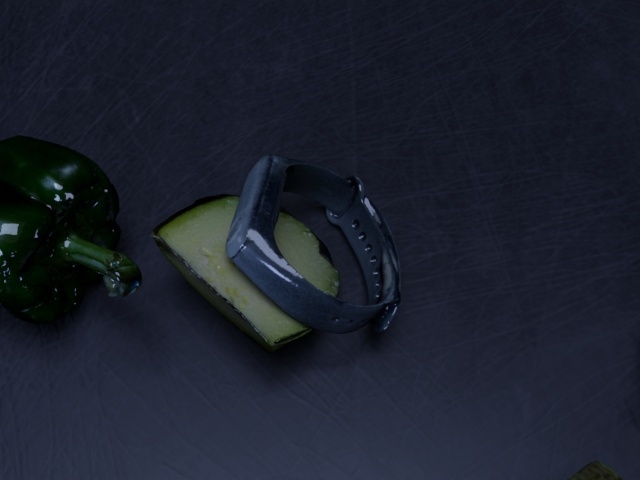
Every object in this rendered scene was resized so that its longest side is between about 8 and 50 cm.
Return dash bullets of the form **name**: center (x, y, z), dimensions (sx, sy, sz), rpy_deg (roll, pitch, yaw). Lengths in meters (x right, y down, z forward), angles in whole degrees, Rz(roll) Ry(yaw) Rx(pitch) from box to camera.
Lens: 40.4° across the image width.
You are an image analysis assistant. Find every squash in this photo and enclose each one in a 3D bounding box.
- **squash**: center (-0.076, 0.041, 0.952), dimensions (0.192, 0.085, 0.184), rpy_deg (43, 37, 12)

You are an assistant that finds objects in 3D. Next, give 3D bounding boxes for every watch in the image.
- **watch**: center (0.000, 0.000, 0.934), dimensions (0.193, 0.068, 0.206), rpy_deg (29, 39, -16)

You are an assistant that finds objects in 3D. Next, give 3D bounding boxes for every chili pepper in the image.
- **chili pepper**: center (-0.284, 0.004, 0.902), dimensions (0.261, 0.165, 0.174), rpy_deg (30, 45, 17)

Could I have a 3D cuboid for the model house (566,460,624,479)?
- **model house**: center (0.206, 0.304, 0.702), dimensions (0.214, 0.189, 0.195), rpy_deg (-39, 58, 2)
